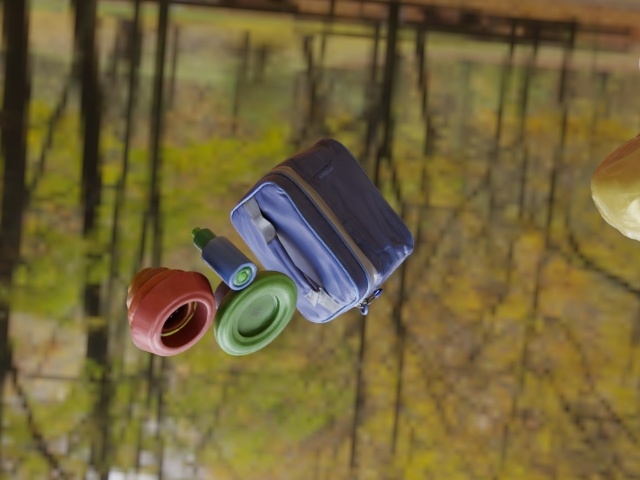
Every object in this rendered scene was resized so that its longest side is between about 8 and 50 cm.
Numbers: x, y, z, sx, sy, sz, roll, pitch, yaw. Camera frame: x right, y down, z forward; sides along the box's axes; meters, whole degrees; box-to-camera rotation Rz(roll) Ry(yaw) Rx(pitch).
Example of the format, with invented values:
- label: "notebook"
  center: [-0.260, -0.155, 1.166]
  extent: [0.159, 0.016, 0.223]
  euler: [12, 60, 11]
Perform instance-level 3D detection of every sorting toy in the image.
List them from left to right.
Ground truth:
- label: "sorting toy"
  center: [-0.059, 0.025, 0.974]
  extent: [0.102, 0.061, 0.042]
  euler: [-2, -145, -45]

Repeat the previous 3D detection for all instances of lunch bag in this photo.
- label: "lunch bag"
  center: [0.000, 0.000, 1.087]
  extent: [0.065, 0.098, 0.067]
  euler: [-38, 179, -34]

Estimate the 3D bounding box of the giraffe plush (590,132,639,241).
- label: "giraffe plush"
  center: [0.219, 0.020, 0.665]
  extent: [0.181, 0.170, 0.210]
  euler: [-27, -164, -2]
